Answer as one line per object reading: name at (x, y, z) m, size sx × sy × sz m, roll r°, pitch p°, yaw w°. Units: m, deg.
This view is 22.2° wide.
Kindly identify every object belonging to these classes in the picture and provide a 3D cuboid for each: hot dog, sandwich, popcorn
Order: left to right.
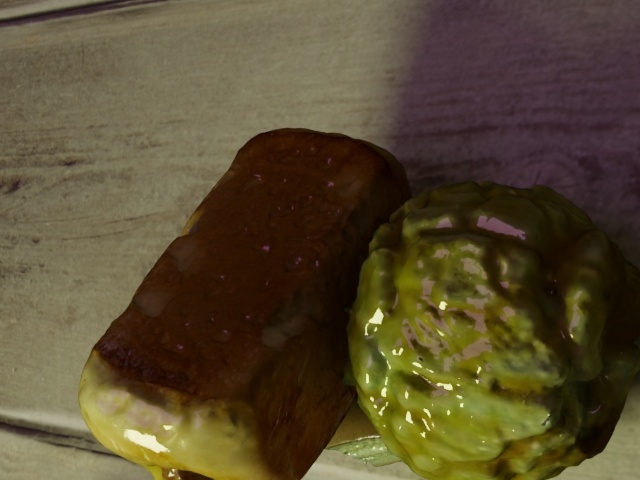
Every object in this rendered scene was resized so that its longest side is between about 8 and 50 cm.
hot dog at (-0.054, 0.089, 1.508) m, size 0.185 × 0.223 × 0.405 m, roll 14°, pitch 47°, yaw 23°
sandwich at (0.024, 0.158, 1.646) m, size 0.258 × 0.094 × 0.096 m, roll 41°, pitch 106°, yaw 47°
popcorn at (0.145, 0.086, 1.404) m, size 0.247 × 0.282 × 0.282 m, roll 19°, pitch 97°, yaw 6°
